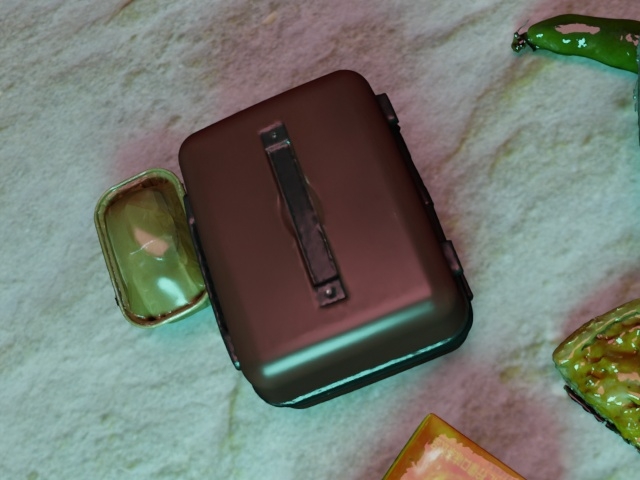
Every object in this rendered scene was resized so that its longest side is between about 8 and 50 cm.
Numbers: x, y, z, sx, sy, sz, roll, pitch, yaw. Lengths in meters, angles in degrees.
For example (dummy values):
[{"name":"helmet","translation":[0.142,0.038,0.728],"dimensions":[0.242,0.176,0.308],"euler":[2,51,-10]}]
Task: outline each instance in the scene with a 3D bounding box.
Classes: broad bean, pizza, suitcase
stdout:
[{"name":"broad bean","translation":[0.331,-0.199,0.955],"dimensions":[0.254,0.046,0.065],"euler":[21,82,22]},{"name":"pizza","translation":[0.362,0.114,0.799],"dimensions":[0.305,0.085,0.161],"euler":[-3,69,15]},{"name":"suitcase","translation":[0.000,0.000,0.896],"dimensions":[0.236,0.161,0.297],"euler":[-23,66,6]}]

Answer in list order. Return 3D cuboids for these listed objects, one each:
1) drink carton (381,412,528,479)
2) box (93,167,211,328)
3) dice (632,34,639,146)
[{"name":"drink carton","translation":[0.060,0.339,0.769],"dimensions":[0.154,0.111,0.351],"euler":[33,79,24]},{"name":"box","translation":[-0.175,0.011,0.967],"dimensions":[0.111,0.111,0.177],"euler":[-25,64,3]},{"name":"dice","translation":[0.432,-0.141,0.757],"dimensions":[0.263,0.268,0.264],"euler":[0,78,3]}]
